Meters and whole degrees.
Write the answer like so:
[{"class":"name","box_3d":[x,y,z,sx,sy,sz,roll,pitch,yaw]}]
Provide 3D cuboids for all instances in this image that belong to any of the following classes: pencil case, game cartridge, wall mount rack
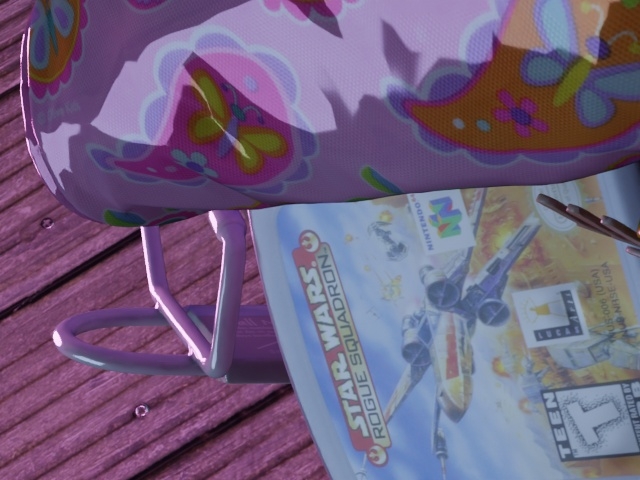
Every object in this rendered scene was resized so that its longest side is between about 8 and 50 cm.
[{"class":"pencil case","box_3d":[0.016,-0.072,0.420,0.284,0.124,0.124,-7,119,45]},{"class":"game cartridge","box_3d":[0.071,0.032,0.544,0.062,0.198,0.297,-28,-78,-57]},{"class":"wall mount rack","box_3d":[0.000,0.000,0.815,0.304,0.350,0.131,-142,56,-66]}]

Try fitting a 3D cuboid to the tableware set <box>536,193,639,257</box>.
[{"class":"tableware set","box_3d":[0.146,0.009,0.401,0.104,0.024,0.154,23,-179,43]}]
